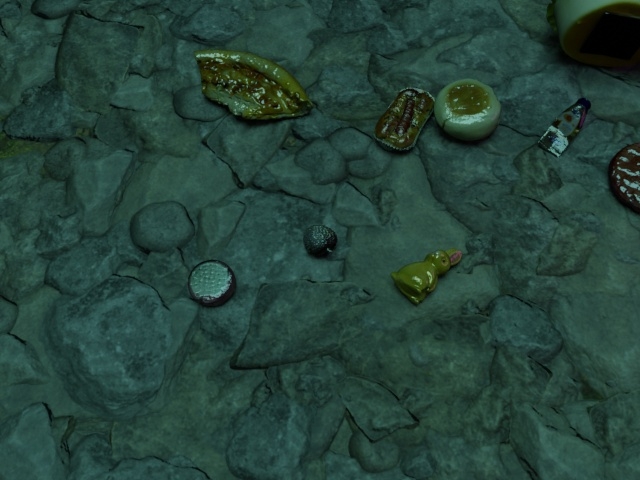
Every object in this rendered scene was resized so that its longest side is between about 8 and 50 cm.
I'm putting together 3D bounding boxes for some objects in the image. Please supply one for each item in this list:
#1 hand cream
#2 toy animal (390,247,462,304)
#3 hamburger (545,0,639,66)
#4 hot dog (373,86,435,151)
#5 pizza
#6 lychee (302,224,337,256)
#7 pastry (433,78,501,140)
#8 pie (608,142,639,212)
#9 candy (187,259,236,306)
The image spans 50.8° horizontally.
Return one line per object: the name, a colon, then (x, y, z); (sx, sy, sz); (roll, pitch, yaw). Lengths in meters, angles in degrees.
hand cream: (0.573, -0.267, 1.566); (0.062, 0.039, 0.163); (39, 72, 6)
toy animal: (0.229, 0.054, 1.401); (0.159, 0.070, 0.083); (-36, 62, -20)
hamburger: (0.687, -0.540, 1.575); (0.294, 0.276, 0.179); (10, 73, 6)
hot dog: (0.199, -0.290, 1.603); (0.108, 0.059, 0.191); (25, 64, 13)
pizza: (-0.183, -0.389, 1.682); (0.365, 0.073, 0.182); (33, 60, 22)
lychee: (0.000, 0.000, 1.454); (0.083, 0.068, 0.067); (37, 29, 26)
pastry: (0.342, -0.302, 1.576); (0.157, 0.092, 0.156); (-3, 57, 5)
pie: (0.720, -0.139, 1.472); (0.183, 0.049, 0.182); (-3, 62, 5)
candy: (-0.231, 0.090, 1.434); (0.103, 0.043, 0.103); (-2, 60, 4)
